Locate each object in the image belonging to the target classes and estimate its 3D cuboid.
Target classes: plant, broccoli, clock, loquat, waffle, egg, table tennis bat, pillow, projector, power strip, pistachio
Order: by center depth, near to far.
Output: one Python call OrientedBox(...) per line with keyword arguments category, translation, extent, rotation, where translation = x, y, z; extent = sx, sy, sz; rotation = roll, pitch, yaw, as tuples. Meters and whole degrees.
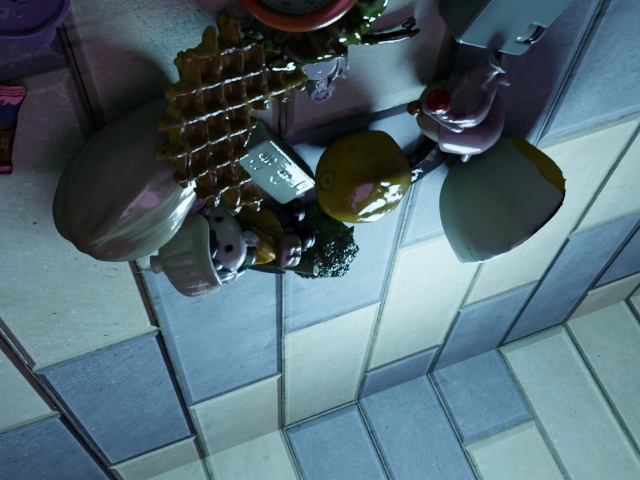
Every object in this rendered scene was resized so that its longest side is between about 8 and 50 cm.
OrientedBox(category="clock", translation=(-0.403, -0.304, 1.012), extent=(0.152, 0.050, 0.110), rotation=(-4, 147, -34))
OrientedBox(category="clock", translation=(-0.032, -0.380, 1.050), extent=(0.205, 0.205, 0.051), rotation=(-36, -169, 23))
OrientedBox(category="plant", translation=(0.032, -0.313, 1.242), extent=(0.251, 0.180, 0.333), rotation=(-19, 159, 13))
OrientedBox(category="waffle", translation=(-0.148, -0.199, 1.247), extent=(0.260, 0.069, 0.293), rotation=(27, 82, -51))
OrientedBox(category="pistachio", translation=(-0.301, -0.103, 1.320), extent=(0.332, 0.208, 0.226), rotation=(-48, -168, 15))
OrientedBox(category="projector", translation=(0.343, -0.440, 1.330), extent=(0.192, 0.099, 0.257), rotation=(0, 144, -38))
OrientedBox(category="clock", translation=(0.006, -0.293, 1.386), extent=(0.087, 0.041, 0.129), rotation=(-18, 149, -5))
OrientedBox(category="power strip", translation=(-0.084, -0.141, 1.582), extent=(0.093, 0.053, 0.288), rotation=(-31, 152, 12))
OrientedBox(category="loquat", translation=(0.085, -0.128, 1.609), extent=(0.234, 0.176, 0.187), rotation=(-16, 155, -42))
OrientedBox(category="table tennis bat", translation=(-0.117, 0.052, 1.790), extent=(0.246, 0.022, 0.138), rotation=(6, 162, 30))
OrientedBox(category="pillow", translation=(0.226, -0.170, 1.790), extent=(0.150, 0.048, 0.090), rotation=(-39, 148, 22))
OrientedBox(category="broccoli", translation=(0.000, 0.000, 1.821), extent=(0.195, 0.156, 0.195), rotation=(8, 132, 9))
OrientedBox(category="egg", translation=(0.389, -0.117, 1.840), extent=(0.337, 0.201, 0.337), rotation=(-38, -168, 9))

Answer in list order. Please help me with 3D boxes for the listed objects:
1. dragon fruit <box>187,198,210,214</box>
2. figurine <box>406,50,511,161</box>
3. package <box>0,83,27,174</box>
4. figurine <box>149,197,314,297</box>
OrientedBox(category="dragon fruit", translation=(-0.267, -0.103, 1.491), extent=(0.126, 0.068, 0.112), rotation=(1, 130, -18))
OrientedBox(category="figurine", translation=(0.265, -0.266, 1.524), extent=(0.186, 0.176, 0.287), rotation=(17, 176, 10))
OrientedBox(category="package", translation=(-0.503, -0.166, 1.218), extent=(0.083, 0.022, 0.200), rotation=(-7, 148, -32))
OrientedBox(category="figurine", translation=(-0.184, 0.013, 1.655), extent=(0.332, 0.185, 0.204), rotation=(-8, 157, -46))
